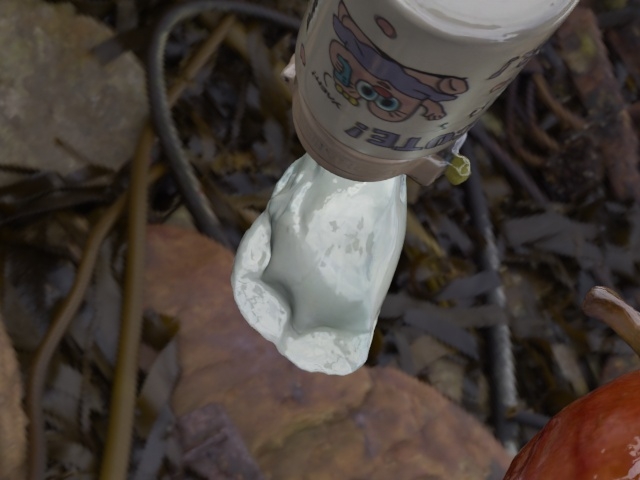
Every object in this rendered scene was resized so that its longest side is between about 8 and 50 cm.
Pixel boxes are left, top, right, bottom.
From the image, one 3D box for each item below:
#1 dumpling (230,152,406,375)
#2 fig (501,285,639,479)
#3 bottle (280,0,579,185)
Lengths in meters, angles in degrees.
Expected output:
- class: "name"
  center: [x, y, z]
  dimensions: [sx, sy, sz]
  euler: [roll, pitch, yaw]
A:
- class: "dumpling"
  center: [0.000, 0.000, 1.095]
  dimensions: [0.124, 0.151, 0.228]
  euler: [31, 74, -65]
- class: "fig"
  center: [0.107, 0.094, 0.379]
  dimensions: [0.128, 0.128, 0.150]
  euler: [47, 6, -11]
- class: "bottle"
  center: [0.045, -0.086, 0.558]
  dimensions: [0.110, 0.209, 0.097]
  euler: [38, 71, 1]
